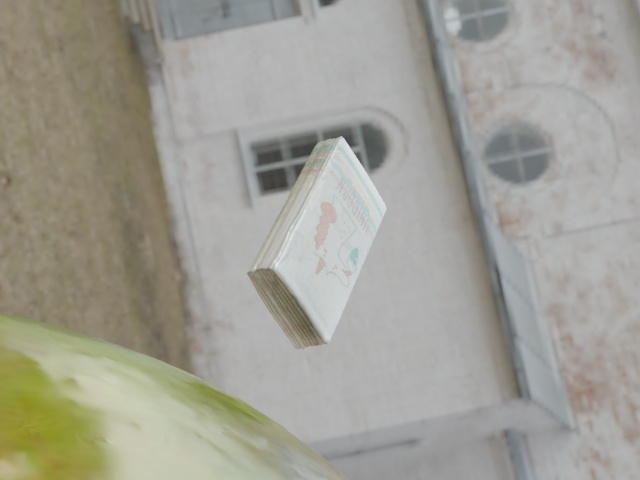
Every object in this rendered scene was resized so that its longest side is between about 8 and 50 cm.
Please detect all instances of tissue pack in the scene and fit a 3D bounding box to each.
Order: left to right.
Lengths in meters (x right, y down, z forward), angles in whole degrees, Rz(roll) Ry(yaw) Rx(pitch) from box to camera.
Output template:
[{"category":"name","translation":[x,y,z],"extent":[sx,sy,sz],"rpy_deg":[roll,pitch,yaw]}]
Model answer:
[{"category":"tissue pack","translation":[0.000,0.000,0.722],"extent":[0.056,0.023,0.108],"rpy_deg":[58,38,-27]}]

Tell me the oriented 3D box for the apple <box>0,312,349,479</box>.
[{"category":"apple","translation":[-0.106,0.185,0.384],"extent":[0.339,0.340,0.339],"rpy_deg":[168,-90,-89]}]
